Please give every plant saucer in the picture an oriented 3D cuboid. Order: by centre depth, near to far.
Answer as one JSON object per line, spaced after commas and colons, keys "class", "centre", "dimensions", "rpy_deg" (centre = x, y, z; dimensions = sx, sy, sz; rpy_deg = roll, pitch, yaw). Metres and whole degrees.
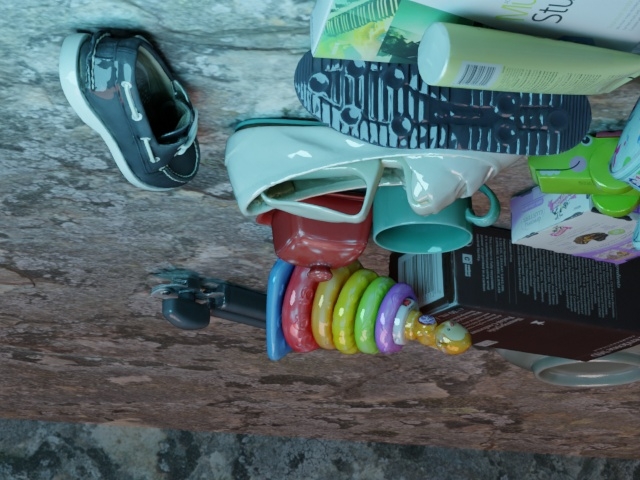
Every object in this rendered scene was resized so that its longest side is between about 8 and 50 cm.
{"class": "plant saucer", "centre": [0.489, 0.195, 2.581], "dimensions": [0.401, 0.100, 0.400], "rpy_deg": [1, 161, 0]}

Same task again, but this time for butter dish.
{"class": "butter dish", "centre": [0.000, 0.000, 1.990], "dimensions": [0.160, 0.118, 0.160], "rpy_deg": [6, 160, -17]}

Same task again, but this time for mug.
{"class": "mug", "centre": [0.147, -0.047, 1.876], "dimensions": [0.158, 0.097, 0.129], "rpy_deg": [3, 161, -7]}

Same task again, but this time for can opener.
{"class": "can opener", "centre": [-0.168, 0.117, 2.404], "dimensions": [0.074, 0.093, 0.280], "rpy_deg": [-18, 158, 42]}

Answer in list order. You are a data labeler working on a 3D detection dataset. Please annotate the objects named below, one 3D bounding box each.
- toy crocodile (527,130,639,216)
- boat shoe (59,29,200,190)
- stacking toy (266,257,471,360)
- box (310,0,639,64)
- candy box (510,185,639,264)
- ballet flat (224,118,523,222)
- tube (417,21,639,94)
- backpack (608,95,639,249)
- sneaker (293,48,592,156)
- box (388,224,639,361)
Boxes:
{"class": "toy crocodile", "centre": [0.425, -0.094, 1.746], "dimensions": [0.341, 0.105, 0.115], "rpy_deg": [0, 162, 18]}
{"class": "boat shoe", "centre": [-0.188, -0.135, 1.605], "dimensions": [0.091, 0.114, 0.302], "rpy_deg": [1, 163, 19]}
{"class": "stacking toy", "centre": [0.078, 0.109, 2.064], "dimensions": [0.302, 0.165, 0.175], "rpy_deg": [15, -155, 26]}
{"class": "box", "centre": [0.165, -0.236, 1.378], "dimensions": [0.322, 0.058, 0.232], "rpy_deg": [4, 161, -8]}
{"class": "candy box", "centre": [0.386, -0.033, 1.952], "dimensions": [0.196, 0.070, 0.165], "rpy_deg": [11, 159, -30]}
{"class": "ballet flat", "centre": [0.079, -0.084, 1.719], "dimensions": [0.400, 0.139, 0.139], "rpy_deg": [-3, 161, 12]}
{"class": "tube", "centre": [0.213, -0.173, 1.405], "dimensions": [0.240, 0.062, 0.070], "rpy_deg": [3, -154, -24]}
{"class": "backpack", "centre": [0.418, -0.092, 1.498], "dimensions": [0.191, 0.253, 0.225], "rpy_deg": [24, 159, -5]}
{"class": "sneaker", "centre": [0.131, -0.154, 1.567], "dimensions": [0.319, 0.112, 0.131], "rpy_deg": [11, -167, 3]}
{"class": "box", "centre": [0.313, 0.085, 2.204], "dimensions": [0.381, 0.143, 0.191], "rpy_deg": [8, 160, -26]}
